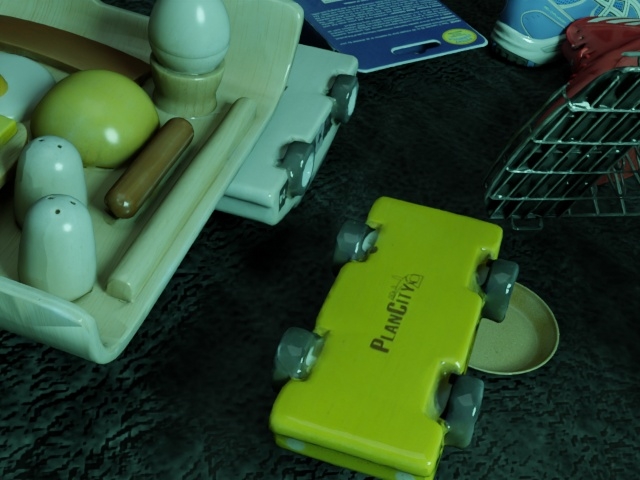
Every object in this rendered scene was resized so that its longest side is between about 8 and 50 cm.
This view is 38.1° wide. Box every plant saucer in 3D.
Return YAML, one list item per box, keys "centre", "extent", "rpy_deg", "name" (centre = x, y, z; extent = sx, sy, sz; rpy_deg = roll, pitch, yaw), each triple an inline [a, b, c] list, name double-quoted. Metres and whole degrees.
- centre: [0.106, 0.055, 0.577]
  extent: [0.083, 0.015, 0.083]
  rpy_deg: [4, 42, -4]
  name: "plant saucer"

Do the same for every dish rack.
- centre: [0.242, -0.076, 0.600]
  extent: [0.271, 0.208, 0.074]
  rpy_deg: [-3, 65, -16]
  name: "dish rack"

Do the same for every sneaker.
- centre: [0.247, -0.223, 0.851]
  extent: [0.211, 0.081, 0.080]
  rpy_deg: [-26, 51, -33]
  name: "sneaker"
- centre: [0.225, -0.120, 0.760]
  extent: [0.221, 0.087, 0.128]
  rpy_deg: [-27, 31, -25]
  name: "sneaker"

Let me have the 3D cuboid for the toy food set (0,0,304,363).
- centre: [-0.154, -0.082, 0.497]
  extent: [0.219, 0.092, 0.306]
  rpy_deg: [18, 39, 6]
  name: "toy food set"

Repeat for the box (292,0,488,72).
- centre: [0.033, -0.209, 0.836]
  extent: [0.136, 0.037, 0.225]
  rpy_deg: [-16, 46, -24]
  name: "box"

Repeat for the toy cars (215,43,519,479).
- centre: [0.000, 0.000, 0.575]
  extent: [0.176, 0.087, 0.394]
  rpy_deg: [-12, 43, -19]
  name: "toy cars"
